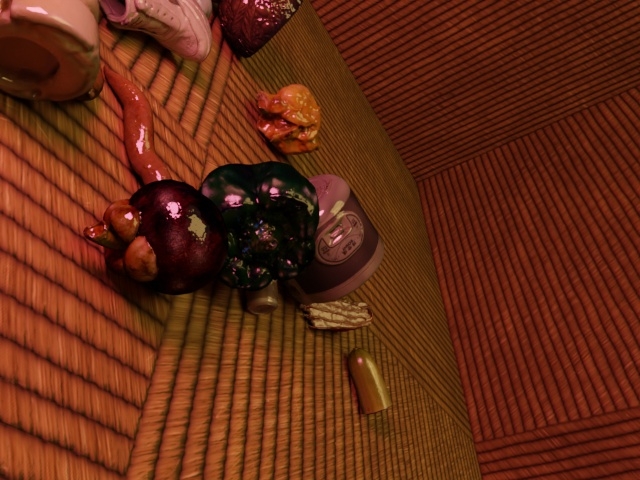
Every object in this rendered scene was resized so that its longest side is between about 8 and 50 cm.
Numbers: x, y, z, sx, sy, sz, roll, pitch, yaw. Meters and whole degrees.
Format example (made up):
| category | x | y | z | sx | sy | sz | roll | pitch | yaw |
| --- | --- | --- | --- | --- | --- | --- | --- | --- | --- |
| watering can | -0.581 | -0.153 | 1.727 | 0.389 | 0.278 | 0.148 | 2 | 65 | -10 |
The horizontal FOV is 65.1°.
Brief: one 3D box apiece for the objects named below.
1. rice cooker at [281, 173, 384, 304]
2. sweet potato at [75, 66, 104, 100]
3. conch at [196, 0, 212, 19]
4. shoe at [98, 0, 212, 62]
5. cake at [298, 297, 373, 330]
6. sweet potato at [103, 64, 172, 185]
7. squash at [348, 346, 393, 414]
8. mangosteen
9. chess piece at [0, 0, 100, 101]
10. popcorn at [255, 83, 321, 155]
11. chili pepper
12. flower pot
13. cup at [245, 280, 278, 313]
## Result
| category | x | y | z | sx | sy | sz | roll | pitch | yaw |
| --- | --- | --- | --- | --- | --- | --- | --- | --- | --- |
| rice cooker | 0.002 | 0.002 | 1.293 | 0.277 | 0.288 | 0.288 | 58 | 23 | -26 |
| sweet potato | -0.417 | -0.298 | 0.889 | 0.249 | 0.059 | 0.069 | -109 | -160 | -45 |
| conch | -0.354 | -0.619 | 1.235 | 0.185 | 0.121 | 0.221 | 42 | 2 | 26 |
| shoe | -0.385 | -0.502 | 1.086 | 0.342 | 0.132 | 0.211 | 47 | 35 | -37 |
| cake | 0.046 | 0.206 | 1.420 | 0.287 | 0.135 | 0.098 | 18 | 66 | -52 |
| sweet potato | -0.348 | -0.214 | 0.961 | 0.059 | 0.067 | 0.281 | 113 | -41 | -66 |
| squash | 0.137 | 0.401 | 1.457 | 0.095 | 0.095 | 0.188 | 14 | 56 | -64 |
| mangosteen | -0.262 | -0.001 | 0.812 | 0.230 | 0.194 | 0.194 | -13 | 80 | -44 |
| chess piece | -0.429 | -0.445 | 0.778 | 0.234 | 0.234 | 0.442 | 31 | 45 | -56 |
| popcorn | -0.090 | -0.383 | 1.570 | 0.253 | 0.190 | 0.191 | 27 | 37 | -53 |
| chili pepper | -0.138 | -0.043 | 1.038 | 0.257 | 0.248 | 0.233 | -113 | -155 | -56 |
| flower pot | -0.233 | -0.744 | 1.522 | 0.267 | 0.266 | 0.267 | 44 | 29 | -25 |
| cup | -0.139 | 0.117 | 1.136 | 0.074 | 0.102 | 0.099 | 6 | 57 | -22 |
